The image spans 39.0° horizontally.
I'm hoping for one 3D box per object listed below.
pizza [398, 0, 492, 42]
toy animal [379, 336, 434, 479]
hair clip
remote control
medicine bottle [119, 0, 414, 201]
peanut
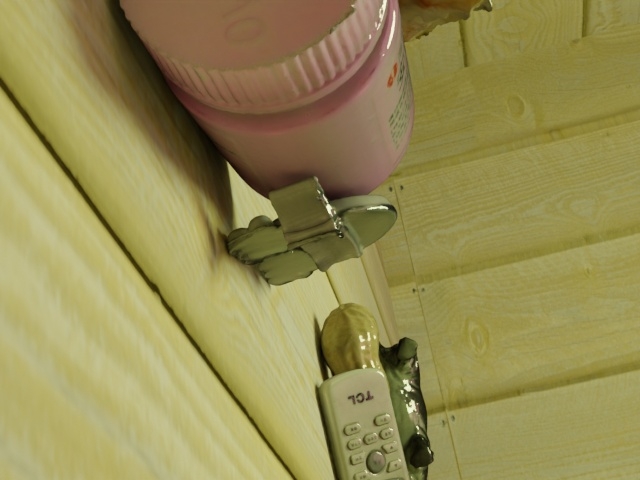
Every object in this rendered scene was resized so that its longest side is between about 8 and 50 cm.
[{"bbox_3d":[-0.030,-0.299,0.872,0.435,0.080,0.392,49,-17,10],"label":"pizza"},{"bbox_3d":[0.100,0.302,1.211,0.168,0.106,0.343,96,-13,-87],"label":"toy animal"},{"bbox_3d":[0.000,0.000,0.779,0.220,0.140,0.054,48,19,-76],"label":"hair clip"},{"bbox_3d":[0.054,0.241,1.026,0.029,0.088,0.190,-22,-101,56],"label":"remote control"},{"bbox_3d":[-0.025,-0.143,0.683,0.290,0.178,0.178,56,21,-72],"label":"medicine bottle"},{"bbox_3d":[0.043,0.163,1.112,0.082,0.082,0.187,62,17,-66],"label":"peanut"}]
